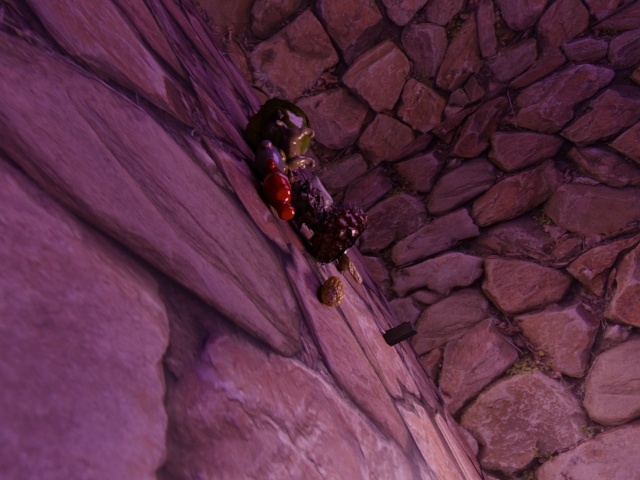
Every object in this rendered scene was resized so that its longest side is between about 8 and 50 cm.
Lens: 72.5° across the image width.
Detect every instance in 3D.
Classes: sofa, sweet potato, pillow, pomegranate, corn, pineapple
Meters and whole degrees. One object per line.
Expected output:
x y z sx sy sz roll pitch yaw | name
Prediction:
0.365 0.426 2.014 0.085 0.147 0.060 43 20 -55 | sofa
0.104 0.107 1.987 0.069 0.059 0.249 35 16 -13 | sweet potato
-0.027 -0.229 2.262 0.181 0.134 0.078 58 -5 -5 | pillow
-0.153 -0.409 1.737 0.261 0.260 0.340 60 4 15 | pomegranate
0.036 0.144 1.269 0.067 0.067 0.206 57 7 -3 | corn
-0.012 -0.094 1.500 0.271 0.262 0.262 44 11 -17 | pineapple

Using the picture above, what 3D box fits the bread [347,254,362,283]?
0.149 0.111 2.353 0.251 0.039 0.182 56 7 -12 | bread

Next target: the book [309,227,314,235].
0.000 0.000 1.894 0.172 0.012 0.118 56 7 -18 | book

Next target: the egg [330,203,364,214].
0.125 -0.099 2.315 0.176 0.231 0.176 59 11 -18 | egg

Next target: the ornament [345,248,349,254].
0.080 0.015 2.162 0.156 0.081 0.074 55 40 5 | ornament

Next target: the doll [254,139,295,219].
-0.144 -0.205 1.379 0.337 0.105 0.200 -113 -170 -48 | doll

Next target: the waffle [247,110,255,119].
-0.269 -0.512 2.122 0.234 0.055 0.221 56 7 30 | waffle

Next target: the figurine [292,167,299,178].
-0.143 -0.376 2.335 0.066 0.071 0.083 -10 50 -37 | figurine

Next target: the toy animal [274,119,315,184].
-0.105 -0.300 1.553 0.168 0.234 0.121 -1 16 -35 | toy animal
